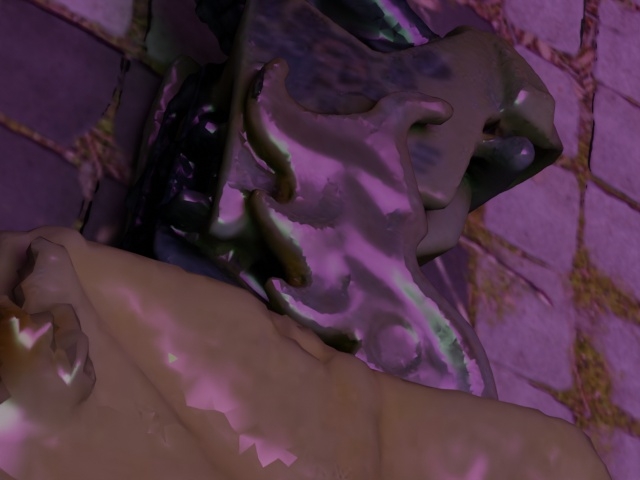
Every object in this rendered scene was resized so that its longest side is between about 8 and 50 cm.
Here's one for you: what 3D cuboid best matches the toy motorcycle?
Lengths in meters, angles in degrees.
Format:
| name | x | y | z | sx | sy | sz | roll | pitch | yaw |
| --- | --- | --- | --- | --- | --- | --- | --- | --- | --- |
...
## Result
| name | x | y | z | sx | sy | sz | roll | pitch | yaw |
| --- | --- | --- | --- | --- | --- | --- | --- | --- | --- |
| toy motorcycle | 0.000 | 0.000 | 0.955 | 0.237 | 0.169 | 0.410 | 26 | 58 | -18 |

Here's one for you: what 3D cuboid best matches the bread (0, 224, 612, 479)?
| name | x | y | z | sx | sy | sz | roll | pitch | yaw |
| --- | --- | --- | --- | --- | --- | --- | --- | --- | --- |
| bread | -0.081 | 0.237 | 0.611 | 0.279 | 0.371 | 0.390 | 15 | 57 | -33 |
